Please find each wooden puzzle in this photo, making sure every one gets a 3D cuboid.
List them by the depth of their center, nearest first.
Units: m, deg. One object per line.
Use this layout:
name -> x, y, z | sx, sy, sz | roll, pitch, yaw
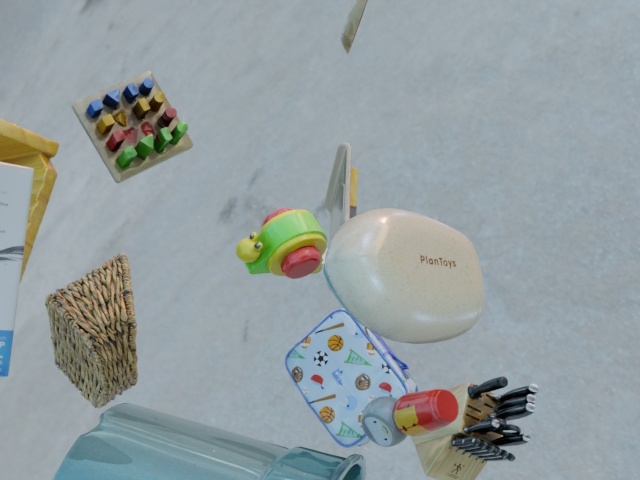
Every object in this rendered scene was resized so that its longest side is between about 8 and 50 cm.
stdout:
wooden puzzle -> 0.046, -0.047, 1.762 | 0.221, 0.044, 0.238 | 103, 167, -51

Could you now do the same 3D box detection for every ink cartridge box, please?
ink cartridge box -> -0.531, 0.030, 1.279 | 0.223, 0.129, 0.307 | 9, 91, 59

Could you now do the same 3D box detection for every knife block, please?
knife block -> 0.265, 0.298, 1.498 | 0.242, 0.088, 0.275 | -59, 16, 14

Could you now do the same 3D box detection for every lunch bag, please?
lunch bag -> 0.079, 0.321, 2.007 | 0.243, 0.115, 0.303 | -42, 68, 8

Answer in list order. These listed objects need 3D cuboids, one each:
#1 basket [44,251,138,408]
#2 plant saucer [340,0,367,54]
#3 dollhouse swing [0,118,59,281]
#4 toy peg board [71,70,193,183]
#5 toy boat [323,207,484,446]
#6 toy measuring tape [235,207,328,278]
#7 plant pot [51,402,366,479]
basket -> -0.472, 0.217, 1.969 | 0.213, 0.299, 0.223 | 39, 52, 23
plant saucer -> 0.039, -0.258, 0.995 | 0.083, 0.015, 0.083 | -160, 90, -89
dollhouse swing -> -0.698, -0.074, 1.473 | 0.315, 0.305, 0.346 | -5, 62, 35
toy peg board -> -0.321, -0.211, 1.505 | 0.161, 0.160, 0.079 | -31, 2, -28
toy boat -> 0.107, 0.113, 1.167 | 0.148, 0.267, 0.318 | -28, 56, 47
toy measuring tape -> 0.000, 0.000, 1.473 | 0.121, 0.330, 0.121 | 5, 96, 50
plant pot -> -0.156, 0.381, 1.101 | 0.334, 0.341, 0.341 | 18, 72, 15
